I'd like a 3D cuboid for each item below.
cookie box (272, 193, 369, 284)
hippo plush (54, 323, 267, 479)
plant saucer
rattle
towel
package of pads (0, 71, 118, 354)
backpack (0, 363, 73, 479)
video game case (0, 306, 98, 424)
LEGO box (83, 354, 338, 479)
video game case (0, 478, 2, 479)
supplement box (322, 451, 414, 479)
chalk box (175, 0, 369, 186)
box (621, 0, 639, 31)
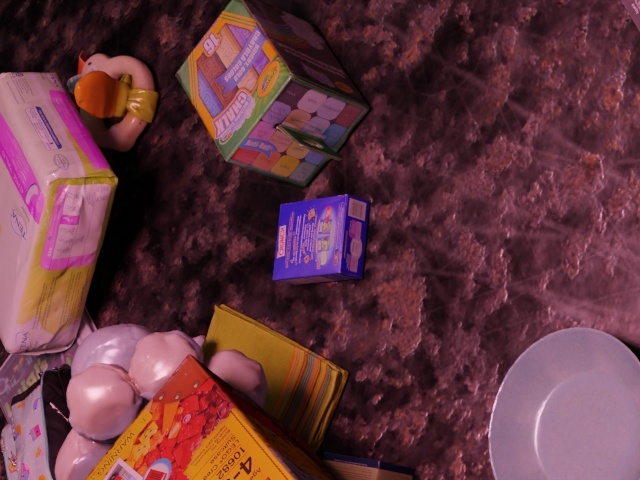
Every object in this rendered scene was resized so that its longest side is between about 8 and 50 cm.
[{"bbox_3d":[0.000,0.000,1.983,0.107,0.040,0.092,-6,73,44],"label":"cookie box"},{"bbox_3d":[-0.156,0.174,1.970,0.234,0.294,0.236,-56,24,19],"label":"hippo plush"},{"bbox_3d":[0.245,0.180,1.675,0.195,0.037,0.195,-17,66,42],"label":"plant saucer"},{"bbox_3d":[-0.313,-0.203,2.307,0.199,0.143,0.130,47,126,37],"label":"rattle"},{"bbox_3d":[-0.064,0.154,2.013,0.237,0.021,0.102,25,95,47],"label":"towel"},{"bbox_3d":[-0.358,-0.029,2.232,0.229,0.101,0.296,56,139,40],"label":"package of pads"},{"bbox_3d":[-0.287,0.264,2.100,0.144,0.166,0.188,-44,46,30],"label":"backpack"},{"bbox_3d":[-0.348,0.177,2.297,0.190,0.022,0.173,-53,46,20],"label":"video game case"},{"bbox_3d":[-0.157,0.417,1.691,0.500,0.193,0.372,-51,33,1],"label":"LEGO box"},{"bbox_3d":[-0.387,0.405,1.984,0.210,0.042,0.232,-38,81,17],"label":"video game case"},{"bbox_3d":[0.043,0.269,1.839,0.083,0.056,0.083,2,78,46],"label":"supplement box"},{"bbox_3d":[-0.047,-0.155,2.016,0.132,0.132,0.213,-50,46,22],"label":"chalk box"},{"bbox_3d":[0.373,-0.148,1.502,0.076,0.242,0.307,-43,51,28],"label":"box"}]
